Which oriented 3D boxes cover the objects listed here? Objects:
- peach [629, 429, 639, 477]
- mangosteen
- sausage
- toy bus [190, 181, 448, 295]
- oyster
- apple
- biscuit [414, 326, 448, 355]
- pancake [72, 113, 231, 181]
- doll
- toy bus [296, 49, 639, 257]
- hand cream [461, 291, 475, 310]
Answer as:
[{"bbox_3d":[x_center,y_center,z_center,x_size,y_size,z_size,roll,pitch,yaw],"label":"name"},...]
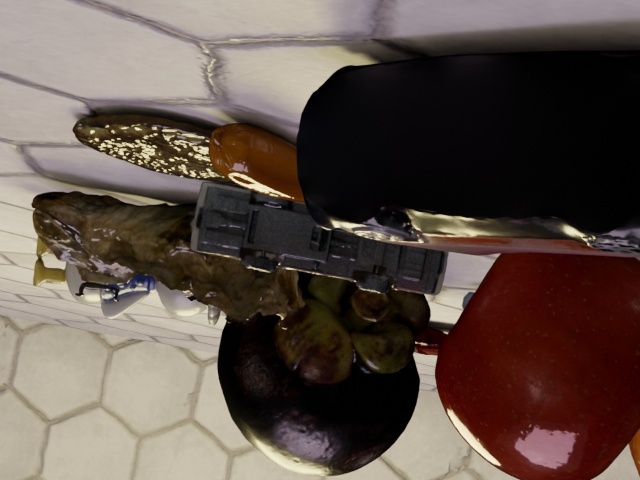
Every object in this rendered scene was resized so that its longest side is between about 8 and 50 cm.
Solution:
[{"bbox_3d":[0.538,0.232,1.526,0.373,0.290,0.372,35,154,21],"label":"peach"},{"bbox_3d":[0.013,0.164,1.807,0.297,0.313,0.297,44,-175,-5],"label":"mangosteen"},{"bbox_3d":[-0.039,-0.065,1.174,0.062,0.054,0.183,37,-170,36],"label":"sausage"},{"bbox_3d":[0.000,0.000,1.394,0.268,0.092,0.106,10,178,1],"label":"toy bus"},{"bbox_3d":[-0.179,0.020,1.549,0.337,0.133,0.198,12,172,2],"label":"oyster"},{"bbox_3d":[0.244,0.122,1.357,0.216,0.260,0.260,34,171,6],"label":"apple"},{"bbox_3d":[0.154,0.170,2.209,0.235,0.063,0.151,12,169,7],"label":"biscuit"},{"bbox_3d":[-0.140,-0.086,1.242,0.199,0.021,0.199,10,170,2],"label":"pancake"},{"bbox_3d":[-0.222,0.040,1.694,0.293,0.138,0.119,6,-171,-2],"label":"doll"},{"bbox_3d":[0.137,-0.052,0.866,0.303,0.127,0.147,2,170,39],"label":"toy bus"},{"bbox_3d":[0.263,0.100,1.787,0.171,0.043,0.065,16,165,-38],"label":"hand cream"}]
